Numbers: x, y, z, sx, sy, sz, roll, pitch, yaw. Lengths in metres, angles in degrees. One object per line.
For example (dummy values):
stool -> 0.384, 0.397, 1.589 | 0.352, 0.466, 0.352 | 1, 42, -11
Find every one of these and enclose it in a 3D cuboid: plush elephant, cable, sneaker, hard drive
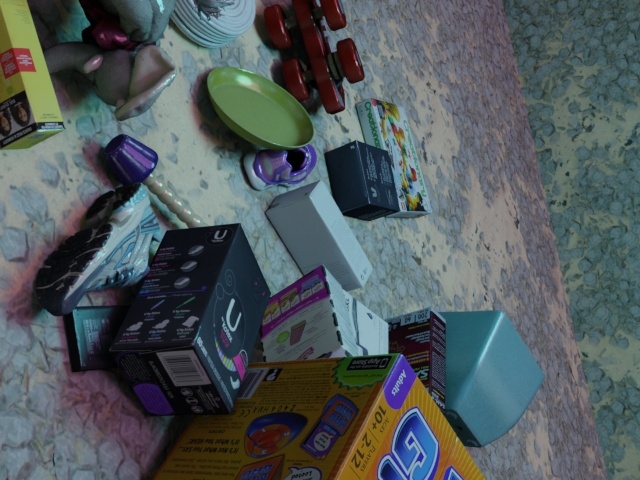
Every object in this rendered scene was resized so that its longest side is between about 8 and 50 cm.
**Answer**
plush elephant -> -0.327, -0.328, 1.412 | 0.330, 0.272, 0.255 | 18, 95, -18
cable -> -0.231, -0.514, 1.783 | 0.257, 0.089, 0.257 | -26, 96, -59
sneaker -> -0.057, -0.165, 1.864 | 0.236, 0.104, 0.095 | -24, 94, -61
hard drive -> -0.321, 0.145, 1.347 | 0.135, 0.022, 0.094 | 5, 70, -57
sneaker -> -0.312, 0.030, 1.345 | 0.122, 0.110, 0.283 | 61, 32, -26

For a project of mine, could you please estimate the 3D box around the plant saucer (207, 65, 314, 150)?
plant saucer -> -0.124, -0.255, 1.785 | 0.241, 0.037, 0.241 | 25, 33, -18

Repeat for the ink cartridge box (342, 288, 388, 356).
ink cartridge box -> 0.037, 0.207, 1.816 | 0.237, 0.100, 0.172 | 39, 43, -43

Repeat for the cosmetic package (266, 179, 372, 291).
cosmetic package -> 0.000, 0.000, 1.856 | 0.231, 0.117, 0.085 | 61, 31, -20

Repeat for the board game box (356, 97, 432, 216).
board game box -> 0.194, -0.211, 2.343 | 0.193, 0.053, 0.305 | -2, 76, -59

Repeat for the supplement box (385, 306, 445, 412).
supplement box -> 0.211, 0.280, 2.031 | 0.073, 0.130, 0.239 | 42, 41, -40

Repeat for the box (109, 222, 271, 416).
box -> -0.193, 0.122, 1.408 | 0.270, 0.143, 0.165 | -75, 153, -47

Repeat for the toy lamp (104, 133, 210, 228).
toy lamp -> -0.257, -0.073, 1.519 | 0.275, 0.080, 0.080 | 50, 37, -37

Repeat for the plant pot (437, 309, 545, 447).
plant pot -> 0.334, 0.339, 2.103 | 0.247, 0.247, 0.252 | 54, 51, -28

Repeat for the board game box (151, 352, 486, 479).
board game box -> -0.006, 0.423, 1.317 | 0.356, 0.356, 0.356 | 57, 46, -25

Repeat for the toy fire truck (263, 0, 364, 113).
toy fire truck -> 0.002, -0.440, 2.074 | 0.254, 0.169, 0.302 | -26, 98, -78

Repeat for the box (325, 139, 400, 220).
box -> 0.101, -0.138, 2.114 | 0.158, 0.093, 0.156 | 10, 66, -57

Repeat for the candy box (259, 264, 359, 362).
candy box -> -0.025, 0.171, 1.610 | 0.071, 0.159, 0.233 | 48, 17, -32

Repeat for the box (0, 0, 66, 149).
box -> -0.447, -0.254, 1.298 | 0.058, 0.087, 0.232 | -13, 86, -59
